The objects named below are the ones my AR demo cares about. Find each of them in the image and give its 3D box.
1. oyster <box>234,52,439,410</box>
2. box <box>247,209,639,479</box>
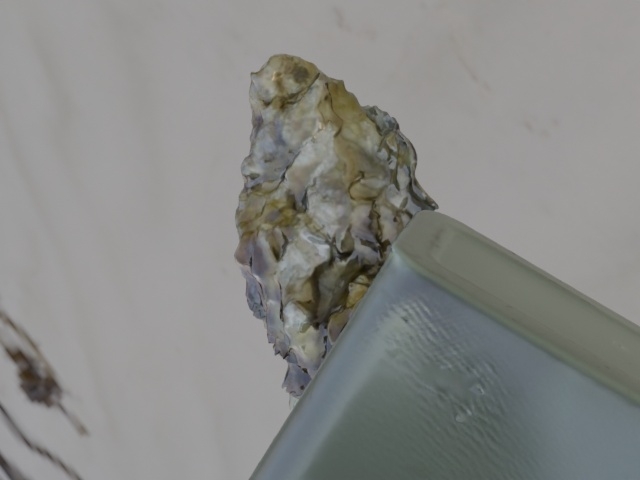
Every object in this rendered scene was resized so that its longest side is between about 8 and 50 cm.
[{"bbox_3d":[-0.002,0.000,1.296,0.238,0.115,0.351,-35,59,52],"label":"oyster"},{"bbox_3d":[0.119,0.211,1.043,0.352,0.343,0.177,31,-162,5],"label":"box"}]
